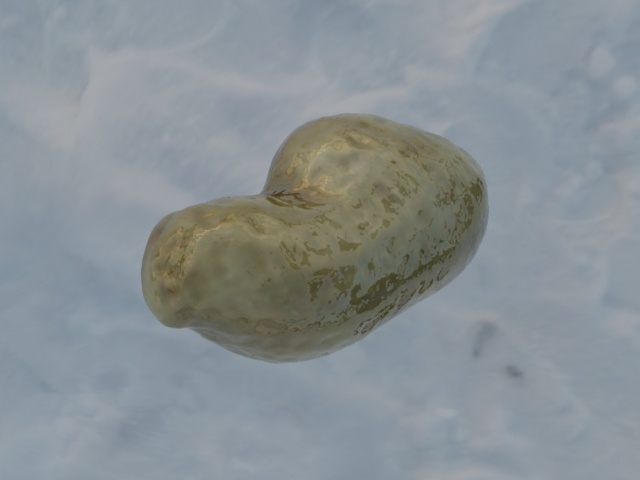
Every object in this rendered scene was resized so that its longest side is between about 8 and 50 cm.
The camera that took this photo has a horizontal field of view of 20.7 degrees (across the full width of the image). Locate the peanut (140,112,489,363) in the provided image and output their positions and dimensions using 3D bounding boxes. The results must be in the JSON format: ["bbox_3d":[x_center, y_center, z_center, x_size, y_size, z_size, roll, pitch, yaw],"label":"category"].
[{"bbox_3d":[0.000,0.000,1.098,0.253,0.122,0.137,-33,90,-37],"label":"peanut"}]
